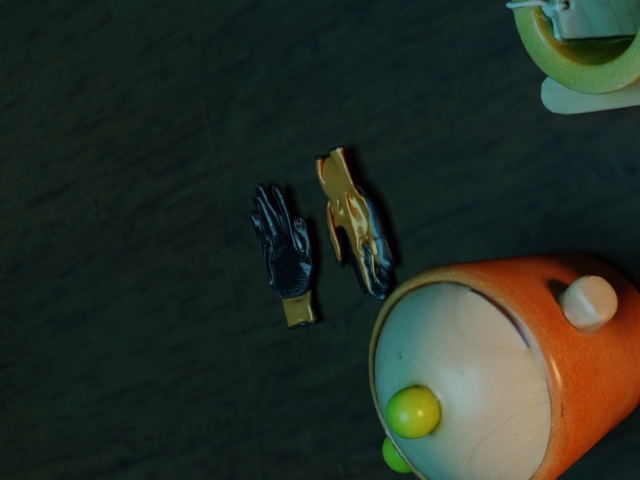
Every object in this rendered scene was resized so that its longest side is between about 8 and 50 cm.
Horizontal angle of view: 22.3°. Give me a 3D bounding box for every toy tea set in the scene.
[{"bbox_3d":[0.115,-0.018,0.569,0.200,0.124,0.336,23,117,38],"label":"toy tea set"}]

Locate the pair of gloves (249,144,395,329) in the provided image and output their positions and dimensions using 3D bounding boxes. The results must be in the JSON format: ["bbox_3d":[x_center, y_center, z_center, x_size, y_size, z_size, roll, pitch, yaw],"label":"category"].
[{"bbox_3d":[0.000,0.000,0.767,0.083,0.010,0.074,-23,84,45],"label":"pair of gloves"}]
